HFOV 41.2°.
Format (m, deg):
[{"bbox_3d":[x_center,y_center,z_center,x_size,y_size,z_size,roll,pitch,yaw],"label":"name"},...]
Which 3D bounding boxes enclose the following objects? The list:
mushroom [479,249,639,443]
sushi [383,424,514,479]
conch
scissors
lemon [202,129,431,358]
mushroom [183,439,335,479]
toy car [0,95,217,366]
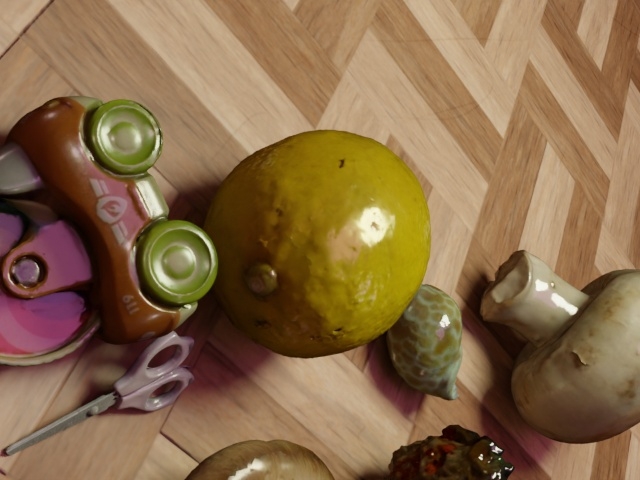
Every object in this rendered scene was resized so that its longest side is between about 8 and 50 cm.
[{"bbox_3d":[0.377,0.130,1.237,0.290,0.297,0.297,46,44,5],"label":"mushroom"},{"bbox_3d":[0.139,0.325,0.944,0.225,0.238,0.219,-34,109,-35],"label":"sushi"},{"bbox_3d":[0.130,0.125,1.081,0.116,0.106,0.173,-67,147,-59],"label":"conch"},{"bbox_3d":[-0.193,0.145,0.763,0.189,0.015,0.100,-24,140,-34],"label":"scissors"},{"bbox_3d":[-0.002,0.002,0.875,0.263,0.236,0.236,-4,81,-44],"label":"lemon"},{"bbox_3d":[-0.058,0.321,0.785,0.278,0.146,0.278,14,73,-54],"label":"mushroom"},{"bbox_3d":[-0.227,0.003,0.719,0.235,0.145,0.235,4,81,-31],"label":"toy car"}]
